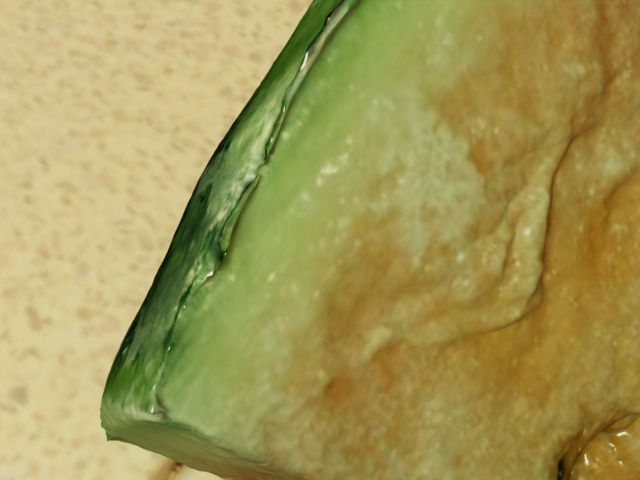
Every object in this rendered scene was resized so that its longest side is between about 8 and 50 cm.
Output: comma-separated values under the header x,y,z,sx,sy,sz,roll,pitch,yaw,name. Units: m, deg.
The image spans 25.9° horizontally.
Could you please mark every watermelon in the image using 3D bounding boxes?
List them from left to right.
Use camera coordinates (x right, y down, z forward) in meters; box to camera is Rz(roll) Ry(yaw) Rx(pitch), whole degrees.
x,y,z,sx,sy,sz,roll,pitch,yaw,name
0.047,0.001,0.539,0.302,0.151,0.264,39,79,-37,watermelon
